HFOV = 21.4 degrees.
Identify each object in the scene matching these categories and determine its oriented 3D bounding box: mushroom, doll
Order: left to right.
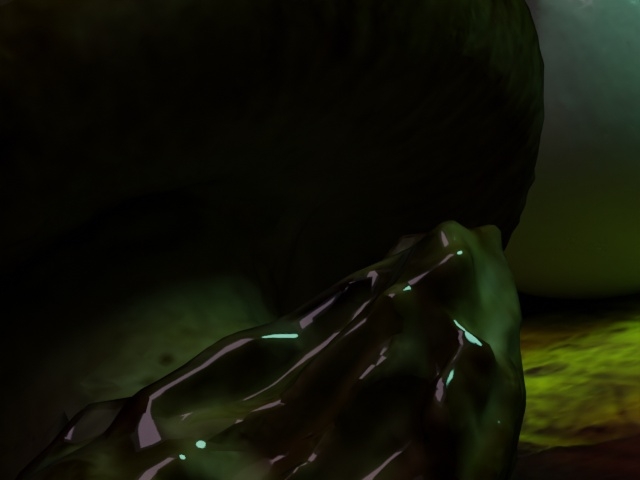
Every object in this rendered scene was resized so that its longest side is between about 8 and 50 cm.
[{"bbox_3d":[-0.051,0.027,0.520,0.356,0.334,0.331,33,68,25],"label":"mushroom"},{"bbox_3d":[0.157,-0.071,0.844,0.221,0.221,0.251,-15,35,8],"label":"doll"}]
